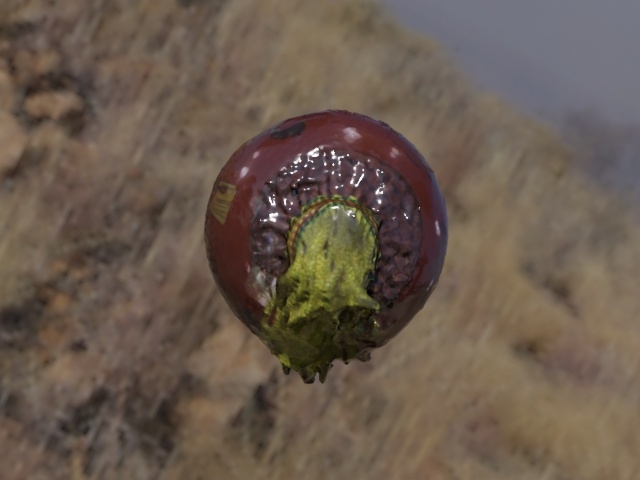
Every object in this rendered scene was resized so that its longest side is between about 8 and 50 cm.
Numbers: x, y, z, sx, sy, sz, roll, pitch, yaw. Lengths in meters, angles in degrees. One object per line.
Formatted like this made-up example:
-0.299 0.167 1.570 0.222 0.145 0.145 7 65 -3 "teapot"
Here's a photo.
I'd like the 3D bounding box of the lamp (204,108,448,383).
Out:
0.004 -0.003 1.166 0.157 0.156 0.135 51 3 1 "lamp"
